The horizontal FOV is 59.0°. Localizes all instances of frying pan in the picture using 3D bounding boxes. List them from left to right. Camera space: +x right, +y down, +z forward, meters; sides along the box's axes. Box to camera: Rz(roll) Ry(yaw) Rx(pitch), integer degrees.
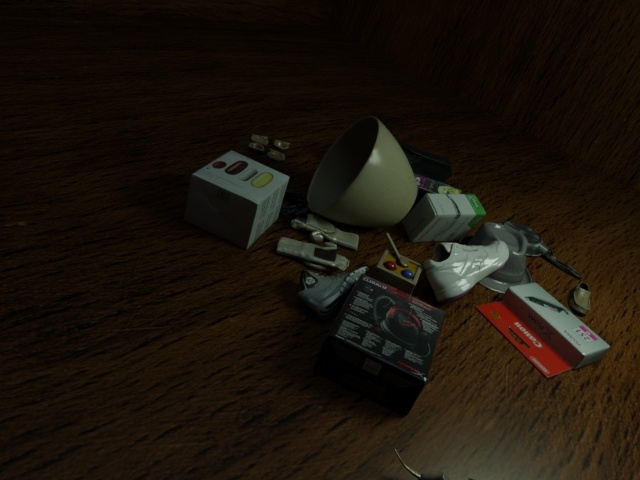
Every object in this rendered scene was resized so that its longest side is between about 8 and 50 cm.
[{"bbox_3d":[0.723,0.024,1.937,0.197,0.053,0.326,-3,35,-32],"label":"frying pan"}]

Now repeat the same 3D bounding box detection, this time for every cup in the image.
[{"bbox_3d":[0.151,-0.171,1.702,0.237,0.331,0.331,31,26,-23],"label":"cup"}]

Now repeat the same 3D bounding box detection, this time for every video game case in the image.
[{"bbox_3d":[0.344,-0.171,1.915,0.210,0.041,0.232,20,-3,-2],"label":"video game case"}]

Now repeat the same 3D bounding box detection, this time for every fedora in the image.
[{"bbox_3d":[0.556,0.034,1.747,0.244,0.124,0.275,16,31,-5],"label":"fedora"}]

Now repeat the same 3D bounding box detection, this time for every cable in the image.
[{"bbox_3d":[-0.112,-0.119,1.690,0.184,0.047,0.150,26,24,24],"label":"cable"}]

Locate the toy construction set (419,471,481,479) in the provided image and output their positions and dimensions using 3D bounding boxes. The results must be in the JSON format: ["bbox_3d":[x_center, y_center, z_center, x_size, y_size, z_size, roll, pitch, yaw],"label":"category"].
[{"bbox_3d":[0.250,0.470,0.830,0.309,0.257,0.237,44,25,-1],"label":"toy construction set"}]

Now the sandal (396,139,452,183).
[{"bbox_3d":[0.282,-0.269,2.044,0.446,0.167,0.107,8,51,-18],"label":"sandal"}]

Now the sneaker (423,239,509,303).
[{"bbox_3d":[0.408,0.048,1.564,0.305,0.114,0.152,-28,85,-34],"label":"sneaker"}]

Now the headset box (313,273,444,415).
[{"bbox_3d":[0.141,0.210,1.254,0.218,0.110,0.293,24,32,7],"label":"headset box"}]

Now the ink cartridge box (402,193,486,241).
[{"bbox_3d":[0.383,-0.070,1.772,0.208,0.153,0.087,-2,57,-32],"label":"ink cartridge box"}]

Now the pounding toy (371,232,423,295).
[{"bbox_3d":[0.201,0.073,1.510,0.130,0.100,0.141,25,32,8],"label":"pounding toy"}]

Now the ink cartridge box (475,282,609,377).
[{"bbox_3d":[0.595,0.230,1.528,0.239,0.060,0.275,-4,38,-36],"label":"ink cartridge box"}]

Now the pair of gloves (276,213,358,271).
[{"bbox_3d":[0.000,0.000,1.569,0.204,0.042,0.240,22,30,4],"label":"pair of gloves"}]

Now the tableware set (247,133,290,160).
[{"bbox_3d":[-0.185,-0.332,2.004,0.141,0.020,0.168,17,31,-6],"label":"tableware set"}]

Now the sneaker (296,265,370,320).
[{"bbox_3d":[0.022,0.097,1.392,0.132,0.086,0.229,30,33,20],"label":"sneaker"}]

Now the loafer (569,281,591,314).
[{"bbox_3d":[0.798,0.174,1.735,0.056,0.050,0.148,23,31,5],"label":"loafer"}]

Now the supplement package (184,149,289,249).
[{"bbox_3d":[-0.221,-0.114,1.519,0.194,0.149,0.203,25,32,9],"label":"supplement package"}]

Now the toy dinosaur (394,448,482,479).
[{"bbox_3d":[0.210,0.440,1.009,0.183,0.053,0.092,21,15,-12],"label":"toy dinosaur"}]
